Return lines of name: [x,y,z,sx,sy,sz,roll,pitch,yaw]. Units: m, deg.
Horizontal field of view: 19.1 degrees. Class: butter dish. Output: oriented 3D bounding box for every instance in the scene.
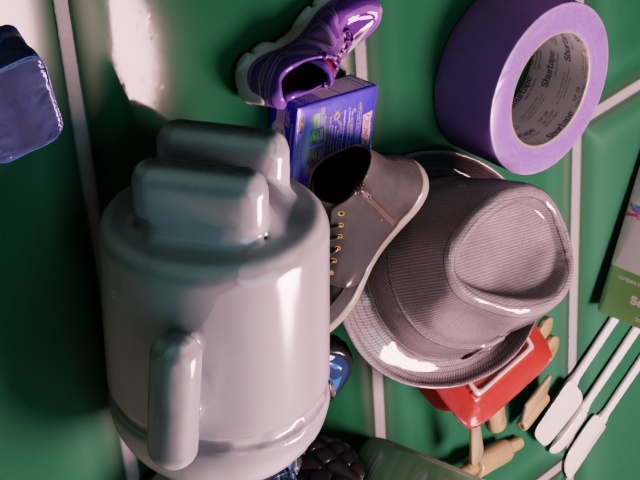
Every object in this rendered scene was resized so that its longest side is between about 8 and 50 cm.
butter dish: [0.139,0.113,2.044,0.160,0.118,0.160,-37,93,-37]

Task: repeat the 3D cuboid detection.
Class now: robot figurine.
robot figurine: [-0.091,0.071,1.677,0.300,0.200,0.353,-59,154,-56]

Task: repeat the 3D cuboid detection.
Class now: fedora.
fedora: [0.154,0.022,1.915,0.275,0.124,0.243,-7,86,-40]

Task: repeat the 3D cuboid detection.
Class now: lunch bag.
lunch bag: [-0.250,-0.120,1.490,0.067,0.065,0.098,-25,132,-18]

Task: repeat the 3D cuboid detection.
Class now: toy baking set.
toy baking set: [0.205,0.187,2.203,0.256,0.030,0.196,-23,129,-54]

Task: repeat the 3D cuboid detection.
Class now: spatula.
spatula: [0.357,0.174,2.400,0.242,0.019,0.168,-54,141,-10]

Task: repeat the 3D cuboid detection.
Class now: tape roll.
tape roll: [0.209,-0.168,1.973,0.189,0.080,0.189,-26,129,-36]

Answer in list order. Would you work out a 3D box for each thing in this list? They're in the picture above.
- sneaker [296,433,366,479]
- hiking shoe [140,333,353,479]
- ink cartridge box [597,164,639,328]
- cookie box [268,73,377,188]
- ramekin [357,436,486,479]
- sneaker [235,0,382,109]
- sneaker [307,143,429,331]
sneaker: [-0.071,0.313,1.951,0.283,0.107,0.124,-37,151,-23]
hiking shoe: [-0.054,0.222,1.864,0.304,0.132,0.113,-47,140,-18]
ink cartridge box: [0.471,-0.027,2.322,0.201,0.117,0.278,-1,110,-49]
cookie box: [0.000,-0.101,1.805,0.107,0.040,0.091,-19,126,-41]
ramekin: [0.146,0.326,2.032,0.303,0.303,0.148,31,80,-52]
sneaker: [0.001,-0.167,1.742,0.170,0.071,0.068,-41,137,-26]
sneaker: [0.000,0.000,1.811,0.222,0.083,0.118,-55,149,9]
